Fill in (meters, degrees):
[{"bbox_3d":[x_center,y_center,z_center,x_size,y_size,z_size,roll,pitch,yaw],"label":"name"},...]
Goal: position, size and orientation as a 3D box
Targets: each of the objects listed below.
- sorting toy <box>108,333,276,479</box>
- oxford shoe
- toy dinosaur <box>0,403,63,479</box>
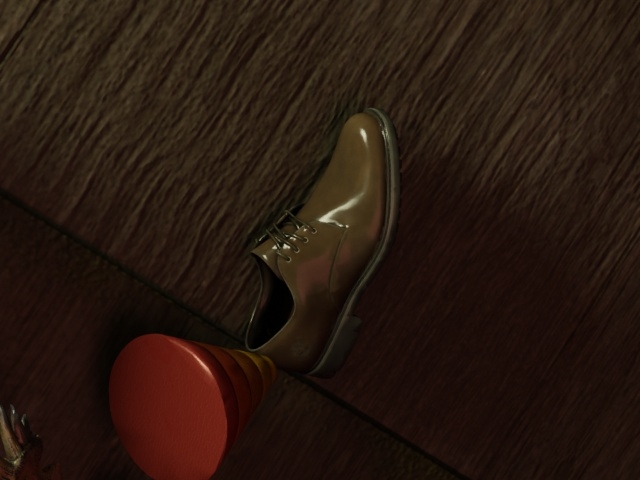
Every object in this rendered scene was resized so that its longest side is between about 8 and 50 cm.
[{"bbox_3d":[-0.103,0.224,1.465,0.126,0.127,0.365,-20,131,-48],"label":"sorting toy"},{"bbox_3d":[0.000,0.000,1.452,0.096,0.083,0.227,12,100,-32],"label":"oxford shoe"},{"bbox_3d":[-0.303,0.161,1.241,0.295,0.200,0.127,-10,114,-29],"label":"toy dinosaur"}]
